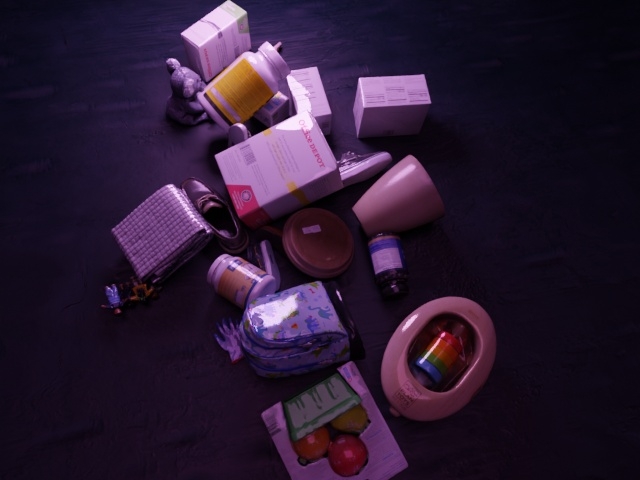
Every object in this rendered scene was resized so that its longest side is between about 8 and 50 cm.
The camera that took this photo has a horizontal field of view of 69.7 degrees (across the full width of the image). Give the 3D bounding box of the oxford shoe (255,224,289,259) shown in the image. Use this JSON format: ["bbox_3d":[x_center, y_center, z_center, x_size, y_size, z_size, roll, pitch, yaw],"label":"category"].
[{"bbox_3d":[-0.125,0.006,1.656,0.212,0.076,0.076,34,28,0],"label":"oxford shoe"}]

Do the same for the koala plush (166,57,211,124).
[{"bbox_3d":[-0.526,-0.586,1.804,0.203,0.221,0.196,-29,71,-14],"label":"koala plush"}]

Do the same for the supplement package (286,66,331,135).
[{"bbox_3d":[-0.051,-0.556,1.863,0.133,0.139,0.244,-12,68,-7],"label":"supplement package"}]

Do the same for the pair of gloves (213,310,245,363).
[{"bbox_3d":[-0.250,0.307,1.538,0.198,0.023,0.159,-25,70,-14],"label":"pair of gloves"}]

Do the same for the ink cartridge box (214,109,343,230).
[{"bbox_3d":[-0.144,-0.250,1.665,0.384,0.160,0.279,-25,68,3],"label":"ink cartridge box"}]

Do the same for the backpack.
[{"bbox_3d":[-0.076,0.278,1.432,0.355,0.273,0.290,-21,48,-2],"label":"backpack"}]

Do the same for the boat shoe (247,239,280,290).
[{"bbox_3d":[-0.200,0.095,1.618,0.083,0.065,0.184,-18,81,21],"label":"boat shoe"}]

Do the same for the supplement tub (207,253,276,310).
[{"bbox_3d":[-0.263,0.143,1.534,0.199,0.144,0.144,27,67,19],"label":"supplement tub"}]

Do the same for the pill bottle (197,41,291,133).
[{"bbox_3d":[-0.280,-0.573,1.720,0.334,0.188,0.188,-40,73,5],"label":"pill bottle"}]

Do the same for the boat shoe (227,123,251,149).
[{"bbox_3d":[-0.301,-0.388,1.734,0.070,0.219,0.078,-41,92,-23],"label":"boat shoe"}]

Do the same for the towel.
[{"bbox_3d":[-0.533,-0.018,1.569,0.283,0.121,0.235,-41,73,3],"label":"towel"}]

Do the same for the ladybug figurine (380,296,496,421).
[{"bbox_3d":[0.364,0.379,1.464,0.449,0.162,0.305,-40,75,-19],"label":"ladybug figurine"}]

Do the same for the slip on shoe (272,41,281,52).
[{"bbox_3d":[-0.209,-0.823,2.026,0.041,0.051,0.135,48,56,-26],"label":"slip on shoe"}]

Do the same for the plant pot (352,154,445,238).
[{"bbox_3d":[0.261,-0.129,1.655,0.273,0.256,0.257,-29,70,2],"label":"plant pot"}]

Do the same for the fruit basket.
[{"bbox_3d":[0.042,0.596,1.381,0.326,0.165,0.353,-27,86,-14],"label":"fruit basket"}]

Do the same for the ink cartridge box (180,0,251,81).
[{"bbox_3d":[-0.432,-0.834,1.930,0.114,0.198,0.273,39,70,13],"label":"ink cartridge box"}]

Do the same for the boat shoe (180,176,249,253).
[{"bbox_3d":[-0.380,-0.112,1.654,0.132,0.130,0.355,-40,74,-19],"label":"boat shoe"}]

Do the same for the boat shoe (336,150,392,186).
[{"bbox_3d":[0.111,-0.284,1.762,0.334,0.121,0.119,-23,74,-10],"label":"boat shoe"}]

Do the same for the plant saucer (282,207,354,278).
[{"bbox_3d":[0.000,0.000,1.630,0.277,0.041,0.278,10,61,-19],"label":"plant saucer"}]

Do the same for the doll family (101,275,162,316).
[{"bbox_3d":[-0.634,0.185,1.546,0.192,0.076,0.112,-23,74,-7],"label":"doll family"}]

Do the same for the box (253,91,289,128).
[{"bbox_3d":[-0.238,-0.569,1.877,0.203,0.103,0.114,37,70,12],"label":"box"}]

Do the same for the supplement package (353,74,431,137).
[{"bbox_3d":[0.277,-0.532,1.835,0.261,0.204,0.145,-4,69,-5],"label":"supplement package"}]

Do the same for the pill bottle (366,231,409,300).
[{"bbox_3d":[0.240,0.091,1.606,0.122,0.123,0.219,-7,68,-6],"label":"pill bottle"}]
